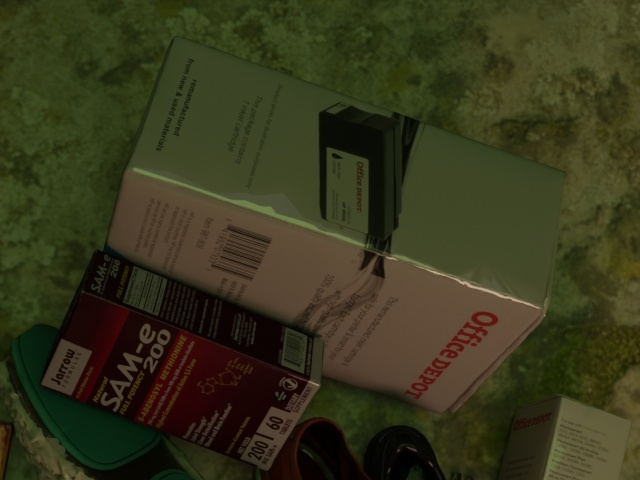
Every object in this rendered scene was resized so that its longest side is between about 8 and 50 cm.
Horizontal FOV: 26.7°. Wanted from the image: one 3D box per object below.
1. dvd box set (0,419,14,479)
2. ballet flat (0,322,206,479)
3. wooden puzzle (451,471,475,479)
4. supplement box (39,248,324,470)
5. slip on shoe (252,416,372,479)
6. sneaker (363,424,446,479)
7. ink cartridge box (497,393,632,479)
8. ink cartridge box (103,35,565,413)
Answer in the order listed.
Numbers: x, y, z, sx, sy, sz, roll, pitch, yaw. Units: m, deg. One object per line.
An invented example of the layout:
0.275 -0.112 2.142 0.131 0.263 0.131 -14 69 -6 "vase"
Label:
-0.475 0.358 1.260 0.308 0.062 0.420 10 75 -9 "dvd box set"
-0.185 0.253 1.288 0.147 0.147 0.409 -42 66 -17 "ballet flat"
0.148 0.290 1.430 0.049 0.006 0.083 26 73 -4 "wooden puzzle"
-0.131 0.117 1.287 0.239 0.130 0.073 22 33 -10 "supplement box"
0.038 0.310 1.286 0.123 0.101 0.331 0 46 -38 "slip on shoe"
0.098 0.319 1.360 0.101 0.106 0.267 -13 80 -8 "sneaker"
0.234 0.272 1.377 0.086 0.148 0.203 20 74 -6 "ink cartridge box"
0.000 0.000 1.318 0.395 0.285 0.166 19 60 -7 "ink cartridge box"
